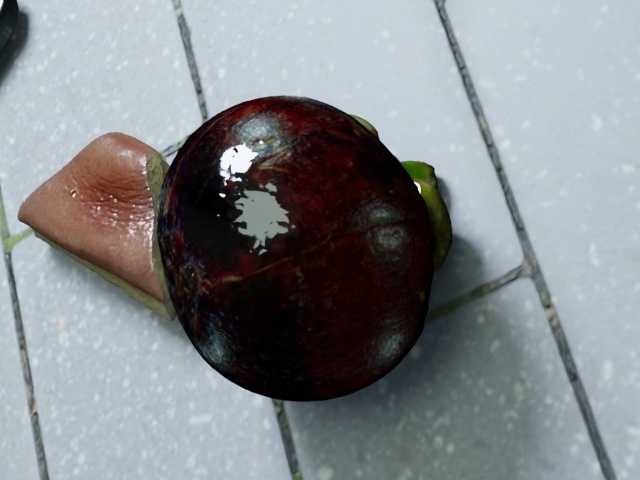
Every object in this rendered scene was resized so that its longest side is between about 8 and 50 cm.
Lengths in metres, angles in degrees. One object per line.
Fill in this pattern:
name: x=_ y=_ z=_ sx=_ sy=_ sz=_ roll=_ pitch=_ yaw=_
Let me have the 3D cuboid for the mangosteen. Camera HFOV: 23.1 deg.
mangosteen: x=-0.004 y=0.007 z=1.094 sx=0.216 sy=0.216 sz=0.216 roll=-12 pitch=65 yaw=28

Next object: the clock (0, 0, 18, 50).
clock: x=-0.432 y=-0.163 z=1.512 sx=0.273 sy=0.049 sz=0.279 roll=33 pitch=91 yaw=36

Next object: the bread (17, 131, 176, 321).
bread: x=-0.159 y=-0.022 z=1.272 sx=0.192 sy=0.067 sz=0.119 roll=30 pitch=96 yaw=38
